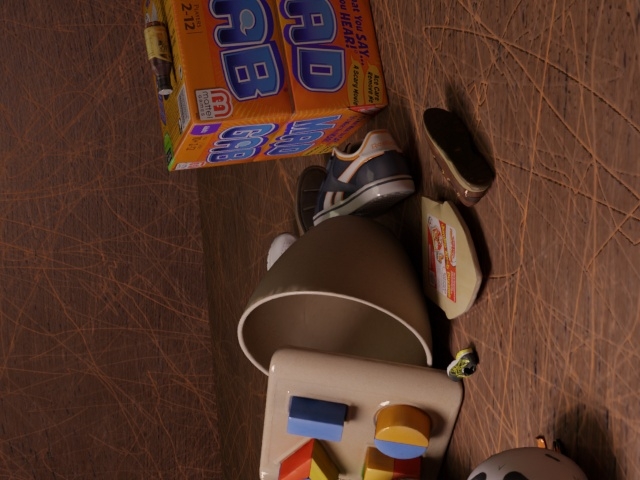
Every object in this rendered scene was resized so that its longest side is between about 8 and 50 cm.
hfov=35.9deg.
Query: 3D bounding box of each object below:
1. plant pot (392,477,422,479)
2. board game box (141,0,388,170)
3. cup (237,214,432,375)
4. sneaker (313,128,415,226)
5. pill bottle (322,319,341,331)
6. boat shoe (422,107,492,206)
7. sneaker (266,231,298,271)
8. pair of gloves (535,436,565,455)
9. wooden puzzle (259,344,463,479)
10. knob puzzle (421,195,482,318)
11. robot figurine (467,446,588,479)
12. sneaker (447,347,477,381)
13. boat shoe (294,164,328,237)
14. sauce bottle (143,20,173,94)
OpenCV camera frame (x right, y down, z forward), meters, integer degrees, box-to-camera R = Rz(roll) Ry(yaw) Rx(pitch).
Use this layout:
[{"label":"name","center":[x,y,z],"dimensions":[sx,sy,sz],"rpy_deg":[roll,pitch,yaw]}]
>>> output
[{"label":"plant pot","center":[0.145,0.515,1.660],"dimensions":[0.191,0.284,0.284],"rpy_deg":[-71,-7,-46]},{"label":"board game box","center":[-0.123,-0.361,1.885],"dimensions":[0.356,0.356,0.356],"rpy_deg":[150,110,-72]},{"label":"cup","center":[0.042,0.097,1.724],"dimensions":[0.331,0.331,0.237],"rpy_deg":[104,179,-52]},{"label":"sneaker","center":[0.070,-0.106,1.786],"dimensions":[0.321,0.126,0.127],"rpy_deg":[-31,71,63]},{"label":"pill bottle","center":[0.033,0.346,1.944],"dimensions":[0.224,0.224,0.392],"rpy_deg":[160,101,-73]},{"label":"boat shoe","center":[0.193,-0.125,1.469],"dimensions":[0.060,0.064,0.178],"rpy_deg":[104,150,-48]},{"label":"sneaker","center":[-0.039,0.119,2.326],"dimensions":[0.129,0.111,0.297],"rpy_deg":[-26,76,56]},{"label":"pair of gloves","center":[0.319,0.309,1.361],"dimensions":[0.083,0.010,0.074],"rpy_deg":[153,107,-73]},{"label":"wooden puzzle","center":[0.058,0.349,1.708],"dimensions":[0.080,0.322,0.348],"rpy_deg":[-78,-3,-52]},{"label":"knob puzzle","center":[0.211,0.031,1.544],"dimensions":[0.213,0.030,0.213],"rpy_deg":[172,90,-73]},{"label":"robot figurine","center":[0.276,0.406,1.261],"dimensions":[0.173,0.209,0.278],"rpy_deg":[135,126,-85]},{"label":"sneaker","center":[0.226,0.206,1.577],"dimensions":[0.083,0.031,0.035],"rpy_deg":[102,153,-49]},{"label":"boat shoe","center":[0.000,0.000,2.078],"dimensions":[0.104,0.110,0.307],"rpy_deg":[142,118,-70]},{"label":"sauce bottle","center":[-0.282,-0.321,1.742],"dimensions":[0.042,0.042,0.128],"rpy_deg":[145,114,-71]}]
